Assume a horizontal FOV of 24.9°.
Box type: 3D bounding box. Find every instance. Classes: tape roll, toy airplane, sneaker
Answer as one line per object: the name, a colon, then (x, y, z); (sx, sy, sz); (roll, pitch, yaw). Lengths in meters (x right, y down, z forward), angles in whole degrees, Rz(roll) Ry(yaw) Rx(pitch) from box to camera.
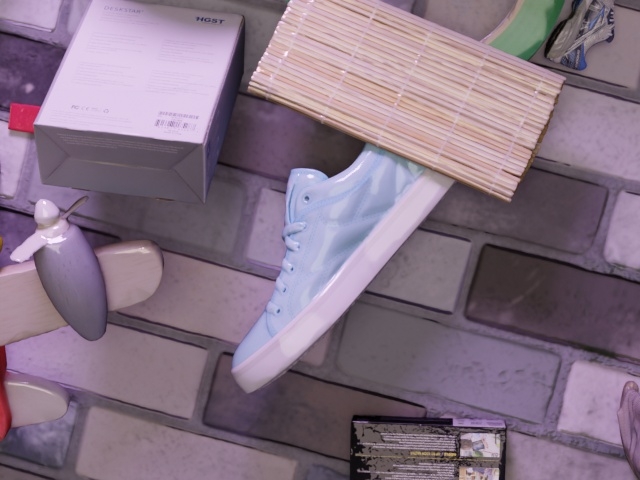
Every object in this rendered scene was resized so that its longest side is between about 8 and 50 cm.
tape roll: (0.118, -0.312, 1.619); (0.321, 0.077, 0.321); (0, 93, 4)
toy airplane: (-0.420, 0.071, 1.588); (0.384, 0.272, 0.386); (34, 95, 1)
sneaker: (0.000, 0.000, 1.626); (0.150, 0.135, 0.366); (40, 84, 2)
sneaker: (0.308, -0.251, 1.626); (0.058, 0.052, 0.135); (31, 103, -8)

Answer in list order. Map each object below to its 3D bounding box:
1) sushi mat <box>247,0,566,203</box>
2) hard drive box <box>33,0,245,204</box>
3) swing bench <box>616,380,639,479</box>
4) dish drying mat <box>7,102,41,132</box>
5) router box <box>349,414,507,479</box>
sushi mat: (0.095, -0.168, 1.571); (0.316, 0.019, 0.151); (23, 83, 3)
hard drive box: (-0.189, -0.156, 1.576); (0.181, 0.232, 0.089); (8, 135, 5)
swing bench: (0.453, 0.250, 1.536); (0.254, 0.253, 0.165); (1, 94, 5)
dish drying mat: (-0.323, -0.140, 1.700); (0.083, 0.008, 0.032); (8, 93, 5)
router box: (0.122, 0.271, 1.668); (0.179, 0.046, 0.133); (2, 94, 5)
